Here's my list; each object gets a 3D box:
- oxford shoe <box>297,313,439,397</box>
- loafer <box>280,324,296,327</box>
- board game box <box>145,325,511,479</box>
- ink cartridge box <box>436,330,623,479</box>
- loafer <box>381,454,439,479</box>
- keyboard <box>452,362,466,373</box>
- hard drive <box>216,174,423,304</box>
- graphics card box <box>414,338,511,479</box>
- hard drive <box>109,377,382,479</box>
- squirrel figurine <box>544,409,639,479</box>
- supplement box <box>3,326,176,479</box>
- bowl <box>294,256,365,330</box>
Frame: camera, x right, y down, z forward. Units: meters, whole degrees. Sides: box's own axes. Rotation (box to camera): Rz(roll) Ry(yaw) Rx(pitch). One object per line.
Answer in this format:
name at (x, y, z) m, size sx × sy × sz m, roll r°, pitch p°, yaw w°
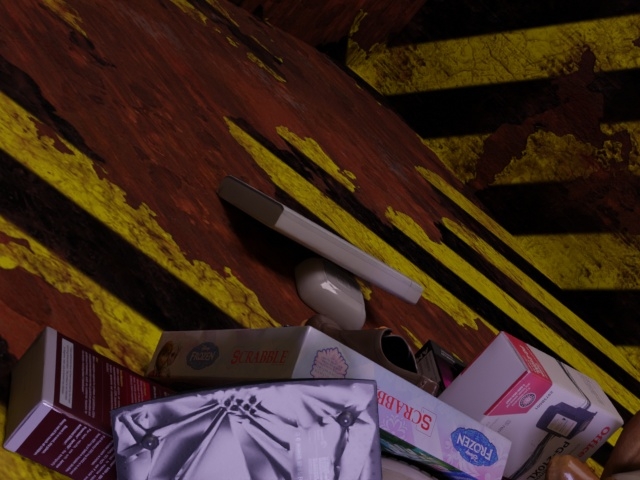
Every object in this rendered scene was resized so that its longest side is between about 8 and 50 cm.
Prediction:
oxford shoe at (0.073, 0.184, 1.679) m, size 0.130 × 0.133 × 0.363 m, roll 34°, pitch 6°, yaw -31°
loafer at (-0.038, 0.157, 1.520) m, size 0.080 × 0.078 × 0.220 m, roll 29°, pitch -12°, yaw -9°
board game box at (0.003, 0.198, 1.332) m, size 0.318 × 0.066 × 0.318 m, roll 32°, pitch -23°, yaw -29°
ink cartridge box at (0.306, 0.260, 1.671) m, size 0.237 × 0.172 × 0.100 m, roll 28°, pitch 21°, yaw -35°
loafer at (0.036, 0.292, 1.308) m, size 0.268 × 0.092 × 0.102 m, roll 13°, pitch -19°, yaw 23°
keyboard at (0.280, 0.253, 1.830) m, size 0.100 × 0.038 × 0.192 m, roll 28°, pitch 1°, yaw -16°
hard drive at (0.000, 0.000, 2.065) m, size 0.353 × 0.047 × 0.233 m, roll 29°, pitch 1°, yaw -35°
graphics card box at (0.262, 0.338, 1.842) m, size 0.232 × 0.094 × 0.371 m, roll 36°, pitch 17°, yaw -18°
hard drive at (-0.069, 0.217, 1.100) m, size 0.254 × 0.172 × 0.054 m, roll -6°, pitch 11°, yaw -8°
squirrel figurine at (0.504, 0.416, 1.645) m, size 0.281 × 0.397 × 0.370 m, roll 8°, pitch 23°, yaw 25°
supplement box at (-0.204, 0.200, 1.175) m, size 0.239 × 0.073 × 0.130 m, roll 33°, pitch 20°, yaw -25°
bowl at (0.025, 0.091, 2.000) m, size 0.142 × 0.053 × 0.142 m, roll 37°, pitch 18°, yaw -20°
